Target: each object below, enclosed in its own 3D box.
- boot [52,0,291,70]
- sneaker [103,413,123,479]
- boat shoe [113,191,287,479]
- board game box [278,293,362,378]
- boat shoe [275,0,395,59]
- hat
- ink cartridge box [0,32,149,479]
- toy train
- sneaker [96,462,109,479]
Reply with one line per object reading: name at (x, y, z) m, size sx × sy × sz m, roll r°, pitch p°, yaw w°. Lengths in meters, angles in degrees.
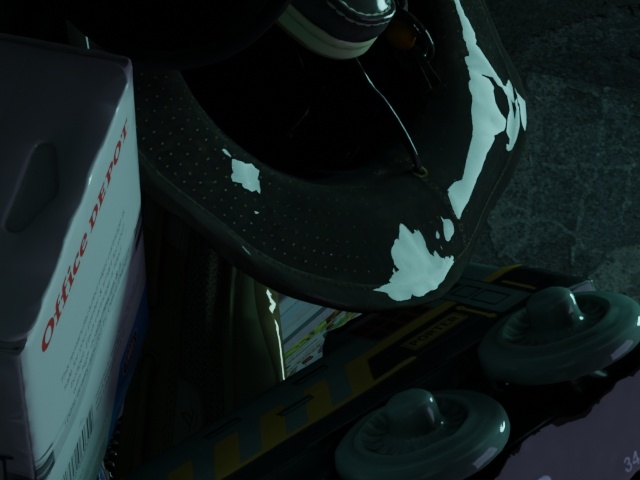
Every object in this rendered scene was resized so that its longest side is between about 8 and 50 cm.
boot at (-0.072, -0.182, 0.588) m, size 0.260 × 0.131 × 0.348 m, roll -82°, pitch 170°, yaw -63°
sneaker at (-0.130, 0.182, 1.225) m, size 0.075 × 0.057 × 0.161 m, roll 133°, pitch -29°, yaw -68°
boat shoe at (-0.079, 0.015, 1.056) m, size 0.121 × 0.110 × 0.341 m, roll 87°, pitch -3°, yaw -60°
board game box at (0.000, 0.000, 1.342) m, size 0.224 × 0.097 × 0.303 m, roll -40°, pitch 168°, yaw -5°
boat shoe at (-0.020, -0.191, 0.862) m, size 0.080 × 0.073 × 0.223 m, roll -12°, pitch 74°, yaw -50°
hat at (-0.045, -0.096, 0.949) m, size 0.331 × 0.134 × 0.331 m, roll 27°, pitch 51°, yaw -40°
ink cartridge box at (-0.125, 0.031, 0.766) m, size 0.190 × 0.082 × 0.139 m, roll 92°, pitch 12°, yaw -54°
toy train at (0.025, 0.120, 0.874) m, size 0.334 × 0.190 × 0.142 m, roll -31°, pitch 112°, yaw -28°
sneaker at (-0.146, 0.167, 0.946) m, size 0.073 × 0.063 × 0.162 m, roll -30°, pitch 132°, yaw -78°
